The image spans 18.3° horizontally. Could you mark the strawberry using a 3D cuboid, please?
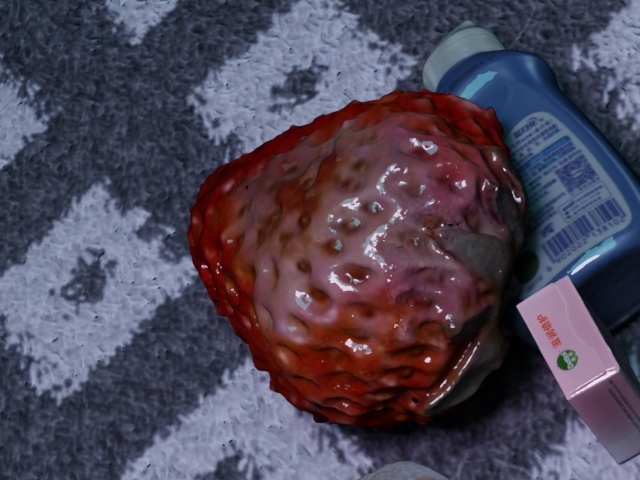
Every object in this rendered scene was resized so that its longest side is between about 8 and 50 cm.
[{"bbox_3d":[0.000,0.000,1.485,0.336,0.149,0.265,11,84,48],"label":"strawberry"}]

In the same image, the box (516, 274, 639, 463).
[{"bbox_3d":[0.192,0.092,1.398,0.043,0.125,0.089,-31,52,8],"label":"box"}]

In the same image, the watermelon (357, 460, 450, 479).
[{"bbox_3d":[0.058,0.266,1.324,0.387,0.228,0.258,-28,44,21],"label":"watermelon"}]

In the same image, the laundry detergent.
[{"bbox_3d":[0.155,-0.054,1.529,0.143,0.094,0.290,-40,49,15],"label":"laundry detergent"}]
